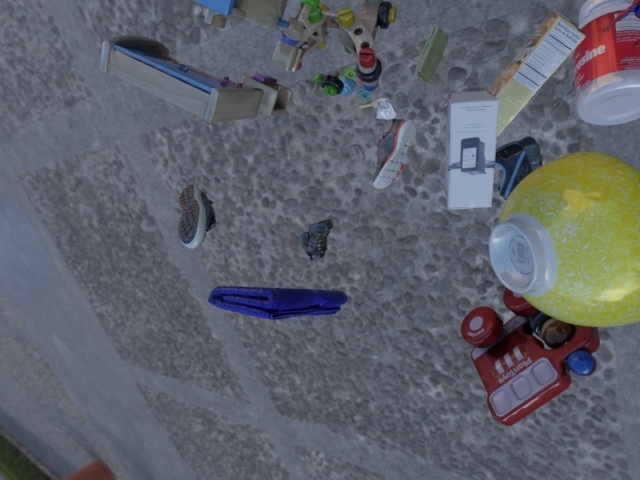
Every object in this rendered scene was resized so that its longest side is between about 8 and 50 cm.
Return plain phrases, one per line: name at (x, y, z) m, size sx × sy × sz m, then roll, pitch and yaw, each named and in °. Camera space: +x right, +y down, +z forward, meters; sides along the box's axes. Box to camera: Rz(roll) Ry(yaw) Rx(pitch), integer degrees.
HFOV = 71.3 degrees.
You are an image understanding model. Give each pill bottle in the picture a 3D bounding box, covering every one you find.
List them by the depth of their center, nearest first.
pill bottle at (0.961, -0.609, 1.465) m, size 0.229 × 0.408 × 0.229 m, roll 7°, pitch 162°, yaw 2°

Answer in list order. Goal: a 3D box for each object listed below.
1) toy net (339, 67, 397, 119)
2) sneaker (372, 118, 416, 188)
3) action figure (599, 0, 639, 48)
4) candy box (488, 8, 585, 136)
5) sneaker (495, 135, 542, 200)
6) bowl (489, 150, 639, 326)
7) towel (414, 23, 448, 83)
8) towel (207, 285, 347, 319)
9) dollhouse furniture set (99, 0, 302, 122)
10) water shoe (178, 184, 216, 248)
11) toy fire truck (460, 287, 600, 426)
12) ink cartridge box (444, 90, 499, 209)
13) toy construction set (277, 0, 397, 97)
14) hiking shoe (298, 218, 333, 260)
toy net at (0.165, -0.494, 1.500) m, size 0.232 × 0.045 × 0.122 m, roll 25°, pitch 138°, yaw -13°
sneaker at (0.148, -0.189, 0.964) m, size 0.065 × 0.061 × 0.158 m, roll 35°, pitch 104°, yaw 39°
action figure at (0.848, -0.559, 1.189) m, size 0.091 × 0.280 × 0.139 m, roll 30°, pitch 138°, yaw -6°
candy box at (0.569, -0.462, 1.242) m, size 0.087 × 0.183 × 0.316 m, roll 32°, pitch 128°, yaw -2°
sneaker at (0.619, -0.133, 1.355) m, size 0.139 × 0.125 × 0.341 m, roll -16°, pitch 87°, yaw 16°
bowl at (0.372, 0.011, 0.715) m, size 0.289 × 0.156 × 0.289 m, roll 169°, pitch 90°, yaw -78°
towel at (0.324, -0.541, 1.302) m, size 0.027 × 0.110 × 0.148 m, roll 29°, pitch 107°, yaw 28°
towel at (-0.103, 0.160, 1.152) m, size 0.227 × 0.308 × 0.076 m, roll -4°, pitch 81°, yaw 37°
dollhouse furniture set at (-0.146, -0.365, 0.674) m, size 0.198 × 0.286 × 0.303 m, roll 28°, pitch 115°, yaw 10°
water shoe at (-0.253, -0.048, 0.957) m, size 0.073 × 0.203 × 0.080 m, roll -39°, pitch 129°, yaw 16°
toy fire truck at (0.475, 0.236, 0.986) m, size 0.169 × 0.254 × 0.302 m, roll 39°, pitch 111°, yaw -20°
ink cartridge box at (0.217, -0.133, 0.652) m, size 0.063 × 0.109 × 0.150 m, roll 0°, pitch 115°, yaw 13°
toy construction set at (0.031, -0.509, 1.010) m, size 0.257 × 0.237 × 0.309 m, roll 16°, pitch 171°, yaw 39°
hiking shoe at (0.000, 0.000, 1.599) m, size 0.114 × 0.086 × 0.227 m, roll 66°, pitch 154°, yaw 8°
